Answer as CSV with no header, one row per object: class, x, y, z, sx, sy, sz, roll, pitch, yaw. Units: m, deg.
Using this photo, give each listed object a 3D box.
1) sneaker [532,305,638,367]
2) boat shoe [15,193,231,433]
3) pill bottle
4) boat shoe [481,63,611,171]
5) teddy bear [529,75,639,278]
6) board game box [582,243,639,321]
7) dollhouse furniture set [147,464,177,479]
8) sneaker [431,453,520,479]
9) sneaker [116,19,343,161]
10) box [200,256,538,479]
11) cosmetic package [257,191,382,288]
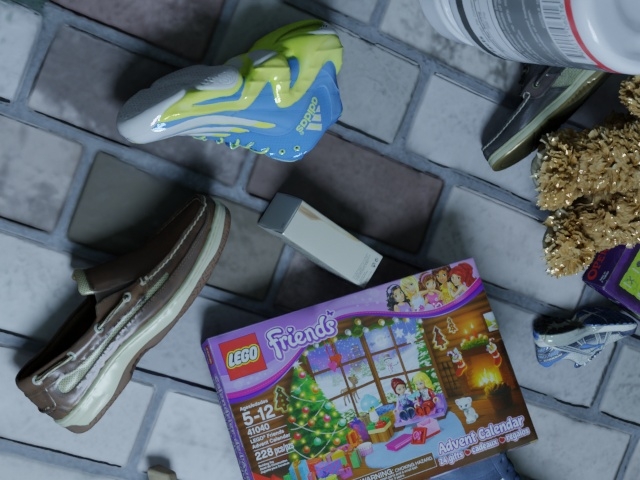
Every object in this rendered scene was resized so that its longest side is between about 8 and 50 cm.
sneaker,0.304,0.115,1.547,0.135,0.052,0.058,-8,115,-19
boat shoe,-0.186,0.054,1.243,0.095,0.095,0.257,37,83,-23
pill bottle,0.224,-0.248,1.280,0.161,0.283,0.161,-7,104,-27
boat shoe,0.250,-0.170,1.437,0.223,0.080,0.073,-44,77,5
teddy bear,0.367,-0.079,1.444,0.338,0.113,0.245,-8,107,-27
board game box,0.487,0.043,1.626,0.347,0.056,0.208,33,89,-30
dollhouse furniture set,-0.170,0.286,1.352,0.081,0.091,0.114,-13,84,16
sneaker,0.182,0.265,1.463,0.350,0.131,0.148,27,91,-30
sneaker,-0.070,-0.115,1.266,0.240,0.091,0.126,-26,113,-21
box,0.049,0.153,1.341,0.293,0.057,0.200,-17,81,-16
cosmetic package,0.000,0.000,1.347,0.115,0.060,0.041,35,83,-31
